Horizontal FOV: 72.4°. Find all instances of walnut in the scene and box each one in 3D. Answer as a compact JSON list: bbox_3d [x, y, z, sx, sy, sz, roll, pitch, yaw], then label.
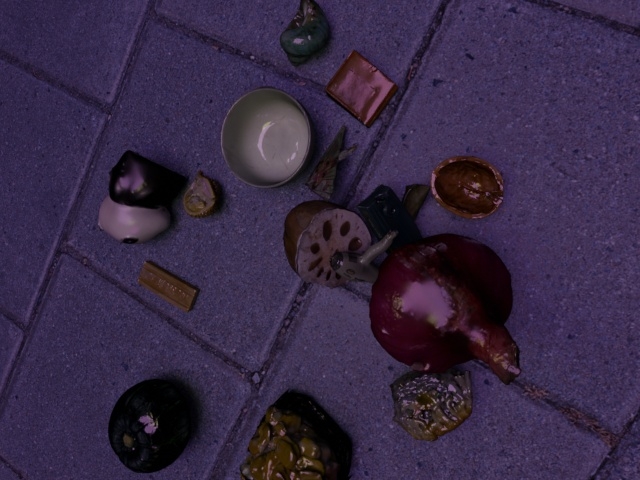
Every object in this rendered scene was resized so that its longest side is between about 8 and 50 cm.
[{"bbox_3d":[0.415,-0.154,1.253,0.211,0.087,0.167,26,99,6],"label":"walnut"}]

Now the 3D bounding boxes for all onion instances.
[{"bbox_3d":[0.341,0.181,1.092,0.397,0.420,0.399,-5,106,-19],"label":"onion"}]

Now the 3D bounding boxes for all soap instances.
[{"bbox_3d":[-0.564,0.167,1.611,0.251,0.037,0.092,26,98,16],"label":"soap"}]

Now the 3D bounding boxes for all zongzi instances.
[{"bbox_3d":[0.276,-0.090,1.283,0.062,0.130,0.154,12,96,-13],"label":"zongzi"}]

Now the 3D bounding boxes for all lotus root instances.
[{"bbox_3d":[0.000,0.000,1.329,0.192,0.272,0.272,31,102,48],"label":"lotus root"}]

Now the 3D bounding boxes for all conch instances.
[{"bbox_3d":[-0.053,-0.656,1.387,0.188,0.122,0.176,-47,57,11],"label":"conch"}]

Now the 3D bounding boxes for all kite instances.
[{"bbox_3d":[0.029,-0.229,1.353,0.267,0.013,0.323,-31,39,46],"label":"kite"}]

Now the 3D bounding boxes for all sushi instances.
[{"bbox_3d":[0.327,0.453,1.268,0.274,0.139,0.184,-34,83,13],"label":"sushi"},{"bbox_3d":[-0.093,0.681,1.334,0.328,0.285,0.329,45,105,13],"label":"sushi"}]

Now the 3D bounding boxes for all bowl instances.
[{"bbox_3d":[-0.152,-0.315,1.400,0.306,0.163,0.308,0,92,18],"label":"bowl"}]

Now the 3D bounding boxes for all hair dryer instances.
[{"bbox_3d":[0.171,0.067,1.264,0.224,0.219,0.089,-27,48,26],"label":"hair dryer"}]

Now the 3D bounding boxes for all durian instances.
[{"bbox_3d":[-0.414,-0.159,1.533,0.146,0.102,0.208,-26,60,15],"label":"durian"}]

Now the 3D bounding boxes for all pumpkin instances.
[{"bbox_3d":[-0.580,0.634,1.526,0.315,0.238,0.316,5,99,35],"label":"pumpkin"}]

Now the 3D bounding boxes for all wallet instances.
[{"bbox_3d":[0.127,-0.475,1.373,0.195,0.042,0.161,41,107,11],"label":"wallet"}]

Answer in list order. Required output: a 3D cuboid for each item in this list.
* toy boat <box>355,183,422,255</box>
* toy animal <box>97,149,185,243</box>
[{"bbox_3d":[0.221,-0.019,1.285,0.114,0.122,0.296,-41,109,-16],"label":"toy boat"},{"bbox_3d":[-0.646,-0.138,1.539,0.250,0.251,0.310,25,91,16],"label":"toy animal"}]
